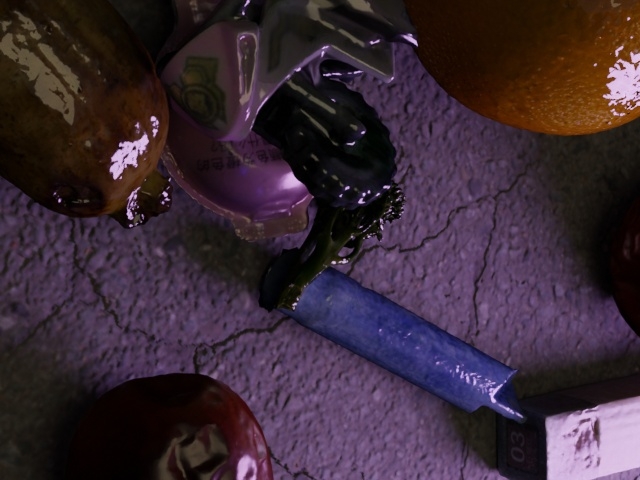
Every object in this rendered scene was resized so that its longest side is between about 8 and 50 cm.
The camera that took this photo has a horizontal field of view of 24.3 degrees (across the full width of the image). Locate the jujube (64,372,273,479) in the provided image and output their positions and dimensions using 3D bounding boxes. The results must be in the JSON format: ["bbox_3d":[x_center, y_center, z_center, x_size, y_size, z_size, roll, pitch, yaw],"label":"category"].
[{"bbox_3d":[-0.119,0.224,1.183,0.168,0.168,0.237,-7,102,-33],"label":"jujube"}]

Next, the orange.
[{"bbox_3d":[0.202,-0.222,1.274,0.274,0.274,0.274,-5,98,-33],"label":"orange"}]

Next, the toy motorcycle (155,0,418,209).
[{"bbox_3d":[-0.035,-0.177,1.122,0.188,0.143,0.327,13,55,-30],"label":"toy motorcycle"}]

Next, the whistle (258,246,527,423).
[{"bbox_3d":[0.076,0.095,1.353,0.304,0.062,0.062,29,79,-33],"label":"whistle"}]

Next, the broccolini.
[{"bbox_3d":[0.007,0.011,1.252,0.058,0.074,0.201,58,40,-25],"label":"broccolini"}]

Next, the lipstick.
[{"bbox_3d":[0.347,0.182,1.535,0.371,0.076,0.080,-6,97,-33],"label":"lipstick"}]

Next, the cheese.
[{"bbox_3d":[-0.067,-0.141,1.221,0.189,0.074,0.286,-14,91,-34],"label":"cheese"}]

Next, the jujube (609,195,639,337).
[{"bbox_3d":[0.418,0.015,1.490,0.232,0.213,0.213,-20,107,-32],"label":"jujube"}]

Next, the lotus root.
[{"bbox_3d":[-0.194,-0.109,1.105,0.145,0.128,0.260,-43,119,-16],"label":"lotus root"}]
